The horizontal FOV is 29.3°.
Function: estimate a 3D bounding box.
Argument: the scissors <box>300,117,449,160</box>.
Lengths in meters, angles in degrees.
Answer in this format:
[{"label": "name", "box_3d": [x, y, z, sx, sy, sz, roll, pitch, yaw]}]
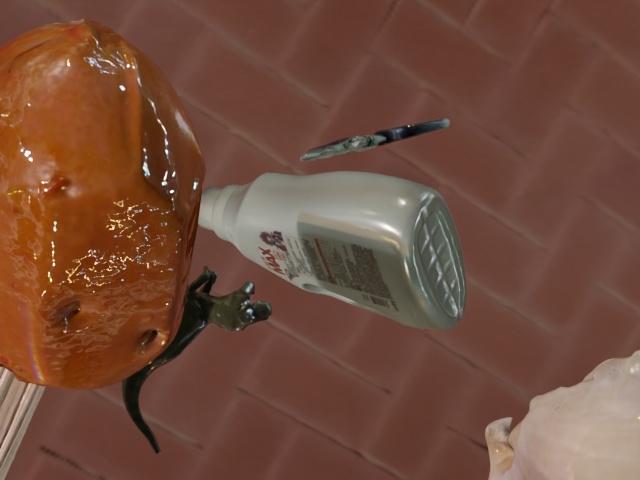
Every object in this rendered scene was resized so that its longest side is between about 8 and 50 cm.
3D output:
[{"label": "scissors", "box_3d": [0.066, -0.159, 1.987, 0.256, 0.383, 0.029, -11, 94, 15]}]

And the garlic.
[{"label": "garlic", "box_3d": [0.205, 0.164, 0.718, 0.228, 0.110, 0.217, -2, 105, 19]}]

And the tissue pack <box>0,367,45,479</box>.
[{"label": "tissue pack", "box_3d": [-0.359, 0.188, 1.259, 0.071, 0.170, 0.325, 23, 94, -28]}]

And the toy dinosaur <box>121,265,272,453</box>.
[{"label": "toy dinosaur", "box_3d": [-0.144, 0.124, 1.337, 0.187, 0.087, 0.179, -19, 73, 16]}]

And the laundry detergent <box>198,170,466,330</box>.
[{"label": "laundry detergent", "box_3d": [0.000, 0.000, 1.737, 0.124, 0.398, 0.264, -59, 143, -28]}]

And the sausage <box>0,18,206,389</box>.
[{"label": "sausage", "box_3d": [-0.155, -0.017, 0.789, 0.153, 0.141, 0.268, -10, 141, -22]}]
